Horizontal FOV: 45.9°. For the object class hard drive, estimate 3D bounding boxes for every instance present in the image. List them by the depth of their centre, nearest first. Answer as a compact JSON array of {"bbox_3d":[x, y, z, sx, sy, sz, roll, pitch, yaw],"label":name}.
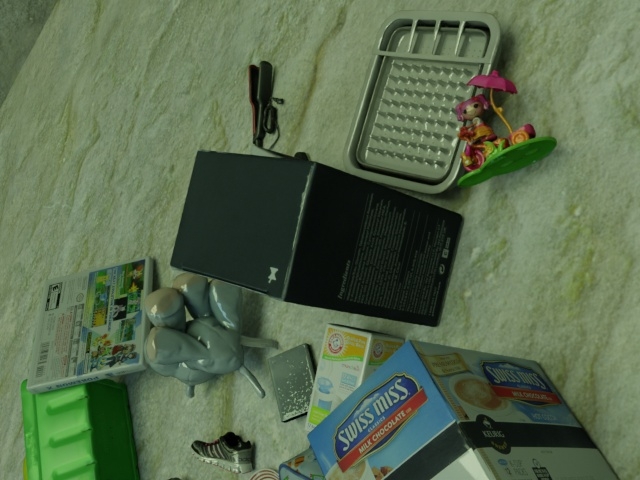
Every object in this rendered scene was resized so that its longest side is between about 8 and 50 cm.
[{"bbox_3d":[-0.049,0.285,1.514,0.094,0.022,0.135,-25,62,17],"label":"hard drive"}]

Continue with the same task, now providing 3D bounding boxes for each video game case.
[{"bbox_3d":[-0.024,-0.140,1.466,0.201,0.183,0.023,37,111,64],"label":"video game case"},{"bbox_3d":[-0.566,0.204,1.881,0.299,0.036,0.329,-13,49,7],"label":"video game case"}]

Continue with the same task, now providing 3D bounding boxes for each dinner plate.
[{"bbox_3d":[-0.107,0.533,1.523,0.141,0.017,0.141,-12,72,41],"label":"dinner plate"}]

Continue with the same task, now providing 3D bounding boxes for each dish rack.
[{"bbox_3d":[0.194,-0.256,1.409,0.285,0.072,0.333,19,92,44],"label":"dish rack"}]

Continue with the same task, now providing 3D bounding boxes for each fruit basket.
[{"bbox_3d":[-0.646,0.543,1.885,0.392,0.283,0.392,-10,66,24],"label":"fruit basket"}]

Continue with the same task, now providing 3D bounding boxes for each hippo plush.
[{"bbox_3d":[-0.260,0.208,1.652,0.236,0.294,0.234,136,152,-60],"label":"hippo plush"}]

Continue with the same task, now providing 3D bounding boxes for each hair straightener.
[{"bbox_3d":[-0.130,-0.307,1.747,0.089,0.047,0.231,-9,73,42],"label":"hair straightener"}]

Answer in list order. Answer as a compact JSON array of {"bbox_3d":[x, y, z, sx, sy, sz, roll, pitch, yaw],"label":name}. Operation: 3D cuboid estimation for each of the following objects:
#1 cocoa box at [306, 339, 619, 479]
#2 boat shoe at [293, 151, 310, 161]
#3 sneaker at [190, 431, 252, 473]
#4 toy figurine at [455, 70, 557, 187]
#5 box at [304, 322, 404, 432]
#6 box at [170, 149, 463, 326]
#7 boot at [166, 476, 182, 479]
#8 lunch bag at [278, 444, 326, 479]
[{"bbox_3d":[0.202,0.307,1.057,0.231,0.347,0.228,-47,50,25],"label":"cocoa box"},{"bbox_3d":[-0.051,-0.131,1.631,0.049,0.042,0.133,-5,74,45],"label":"boat shoe"},{"bbox_3d":[-0.208,0.442,1.613,0.170,0.063,0.075,5,83,39],"label":"sneaker"},{"bbox_3d":[0.278,-0.194,1.248,0.173,0.130,0.159,-27,72,29],"label":"toy figurine"},{"bbox_3d":[0.063,0.261,1.373,0.114,0.103,0.203,9,86,44],"label":"box"},{"bbox_3d":[0.000,0.000,1.297,0.293,0.395,0.212,12,89,44],"label":"box"},{"bbox_3d":[-0.253,0.572,1.608,0.161,0.083,0.246,-30,25,1],"label":"boot"},{"bbox_3d":[0.057,0.487,1.277,0.303,0.115,0.243,11,116,46],"label":"lunch bag"}]
